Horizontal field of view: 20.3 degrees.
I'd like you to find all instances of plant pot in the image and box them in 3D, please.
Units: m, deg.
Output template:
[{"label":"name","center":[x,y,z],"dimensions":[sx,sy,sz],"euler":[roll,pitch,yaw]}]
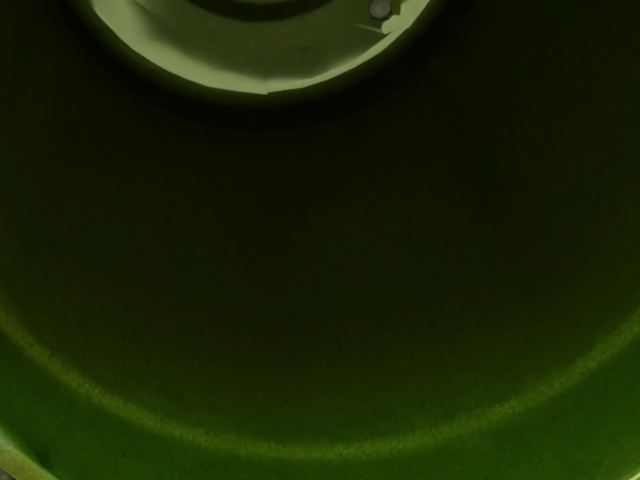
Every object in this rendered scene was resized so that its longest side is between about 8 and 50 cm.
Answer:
[{"label":"plant pot","center":[-0.001,-0.108,0.762],"dimensions":[0.366,0.353,0.366],"euler":[-3,115,-8]}]
